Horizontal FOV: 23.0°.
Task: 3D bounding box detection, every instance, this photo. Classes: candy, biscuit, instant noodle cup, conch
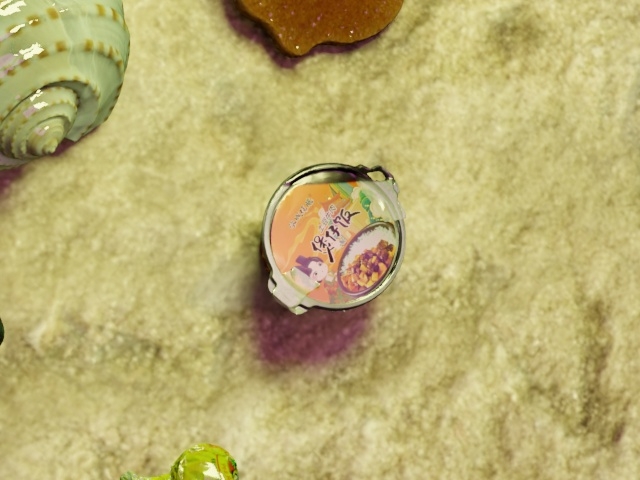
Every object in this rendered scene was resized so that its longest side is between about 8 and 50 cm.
[{"bbox_3d":[-0.226,0.293,1.856,0.262,0.073,0.077,-7,68,-11],"label":"candy"},{"bbox_3d":[-0.009,-0.369,1.967,0.257,0.049,0.273,-27,106,-24],"label":"biscuit"},{"bbox_3d":[0.000,0.000,1.916,0.208,0.125,0.177,-35,95,-18],"label":"instant noodle cup"},{"bbox_3d":[-0.353,-0.249,1.798,0.303,0.215,0.319,-23,92,-28],"label":"conch"}]

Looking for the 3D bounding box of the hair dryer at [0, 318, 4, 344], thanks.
[{"bbox_3d":[-0.443,0.047,1.808,0.198,0.100,0.057,43,70,11],"label":"hair dryer"}]
